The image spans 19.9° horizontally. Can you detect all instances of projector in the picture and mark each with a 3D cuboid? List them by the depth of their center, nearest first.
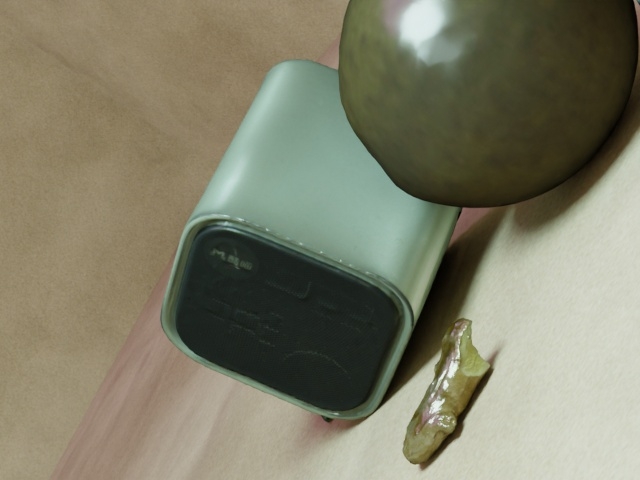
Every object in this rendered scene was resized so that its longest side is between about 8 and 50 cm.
[{"bbox_3d":[0.000,0.000,1.900,0.248,0.248,0.249,109,-175,-50],"label":"projector"}]

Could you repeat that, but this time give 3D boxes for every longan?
[{"bbox_3d":[0.155,-0.173,1.728,0.297,0.297,0.297,-53,11,14],"label":"longan"}]

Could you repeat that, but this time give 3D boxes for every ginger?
[{"bbox_3d":[0.114,0.138,1.623,0.057,0.044,0.137,20,82,34],"label":"ginger"}]

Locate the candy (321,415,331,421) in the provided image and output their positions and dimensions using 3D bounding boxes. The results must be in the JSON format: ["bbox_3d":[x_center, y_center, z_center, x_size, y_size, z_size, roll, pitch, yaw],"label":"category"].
[{"bbox_3d":[-0.012,0.173,2.102,0.060,0.060,0.201,-55,18,6],"label":"candy"}]

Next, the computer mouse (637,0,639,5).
[{"bbox_3d":[0.348,-0.249,1.641,0.146,0.077,0.242,-56,7,-1],"label":"computer mouse"}]
